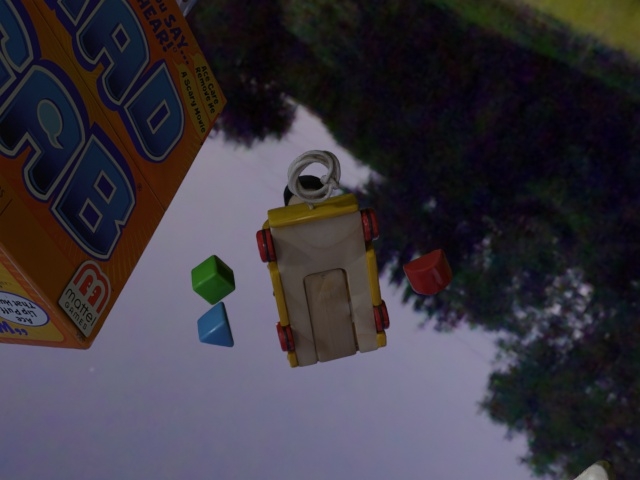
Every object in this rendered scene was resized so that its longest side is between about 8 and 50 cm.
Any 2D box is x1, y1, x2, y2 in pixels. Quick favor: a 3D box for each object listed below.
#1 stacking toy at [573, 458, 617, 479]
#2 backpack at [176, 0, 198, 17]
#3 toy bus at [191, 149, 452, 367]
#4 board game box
[{"bbox_3d":[0.146,0.291,0.553,0.279,0.309,0.130,61,-158,18],"label":"stacking toy"},{"bbox_3d":[-0.225,-0.393,1.095,0.276,0.213,0.263,29,165,-1],"label":"backpack"},{"bbox_3d":[-0.004,0.011,0.828,0.191,0.202,0.104,29,-156,-28],"label":"toy bus"},{"bbox_3d":[-0.372,-0.147,0.936,0.356,0.356,0.356,1,138,26],"label":"board game box"}]
